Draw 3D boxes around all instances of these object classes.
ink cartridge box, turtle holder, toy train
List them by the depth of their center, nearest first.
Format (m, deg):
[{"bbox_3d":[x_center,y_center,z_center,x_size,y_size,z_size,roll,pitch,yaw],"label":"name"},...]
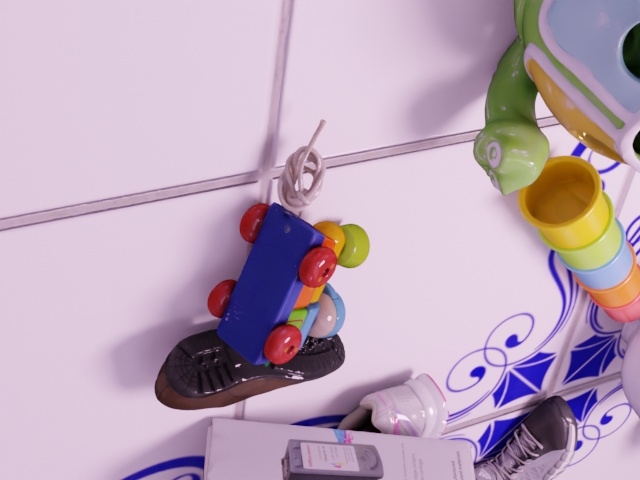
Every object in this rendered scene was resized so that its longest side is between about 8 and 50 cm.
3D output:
[{"bbox_3d":[0.279,-0.177,0.982,0.320,0.227,0.243,-12,148,11],"label":"turtle holder"},{"bbox_3d":[0.000,0.000,1.084,0.143,0.105,0.248,-1,121,-54],"label":"toy train"},{"bbox_3d":[0.011,0.337,1.269,0.306,0.131,0.226,5,127,-6],"label":"ink cartridge box"}]

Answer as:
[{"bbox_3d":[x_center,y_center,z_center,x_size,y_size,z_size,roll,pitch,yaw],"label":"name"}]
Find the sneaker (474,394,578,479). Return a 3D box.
[{"bbox_3d":[0.273,0.320,1.559,0.132,0.086,0.228,-6,131,-27],"label":"sneaker"}]

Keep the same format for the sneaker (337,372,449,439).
[{"bbox_3d":[0.059,0.273,1.367,0.111,0.103,0.252,3,119,-31],"label":"sneaker"}]

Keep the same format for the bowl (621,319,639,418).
[{"bbox_3d":[0.505,0.127,1.482,0.298,0.134,0.298,-31,149,-22],"label":"bowl"}]

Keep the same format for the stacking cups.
[{"bbox_3d":[0.328,0.018,1.323,0.096,0.096,0.316,-39,141,3],"label":"stacking cups"}]

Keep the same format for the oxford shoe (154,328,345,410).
[{"bbox_3d":[-0.077,0.131,1.167,0.227,0.082,0.096,-4,153,-35],"label":"oxford shoe"}]
